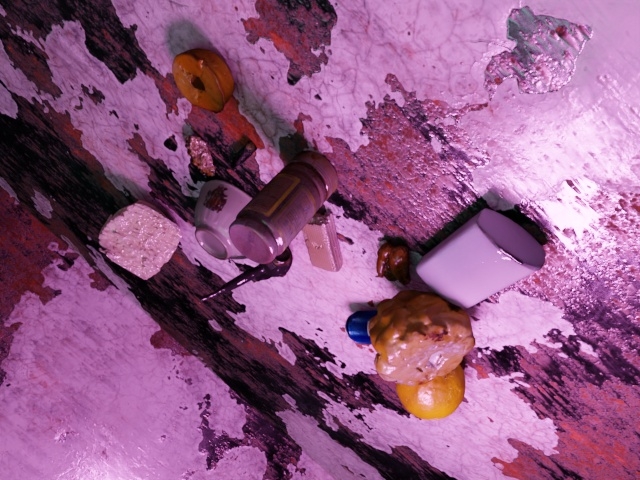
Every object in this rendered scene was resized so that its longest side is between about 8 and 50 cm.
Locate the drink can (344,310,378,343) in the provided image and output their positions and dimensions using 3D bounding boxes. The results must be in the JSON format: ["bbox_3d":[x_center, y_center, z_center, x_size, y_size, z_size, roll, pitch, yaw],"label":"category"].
[{"bbox_3d":[0.185,0.296,1.750,0.205,0.118,0.118,-7,126,48],"label":"drink can"}]

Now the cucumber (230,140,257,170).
[{"bbox_3d":[-0.247,-0.256,1.580,0.163,0.043,0.039,-26,73,51],"label":"cucumber"}]

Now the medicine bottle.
[{"bbox_3d":[-0.095,-0.092,1.372,0.151,0.322,0.151,24,142,20],"label":"medicine bottle"}]

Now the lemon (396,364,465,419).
[{"bbox_3d":[0.362,0.472,1.696,0.236,0.236,0.263,16,169,29],"label":"lemon"}]

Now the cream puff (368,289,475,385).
[{"bbox_3d":[0.270,0.253,1.497,0.324,0.257,0.291,22,117,-36],"label":"cream puff"}]

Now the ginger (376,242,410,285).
[{"bbox_3d":[0.210,0.073,1.508,0.103,0.073,0.162,16,141,30],"label":"ginger"}]

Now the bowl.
[{"bbox_3d":[-0.336,-0.033,1.811,0.337,0.157,0.337,25,145,19],"label":"bowl"}]

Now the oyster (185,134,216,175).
[{"bbox_3d":[-0.400,-0.277,1.682,0.105,0.056,0.177,37,151,15],"label":"oyster"}]

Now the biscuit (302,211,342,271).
[{"bbox_3d":[0.000,0.000,1.625,0.108,0.062,0.238,16,139,29],"label":"biscuit"}]

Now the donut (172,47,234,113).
[{"bbox_3d":[-0.312,-0.438,1.394,0.190,0.074,0.174,10,138,41],"label":"donut"}]

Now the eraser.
[{"bbox_3d":[0.392,0.056,1.296,0.189,0.104,0.290,34,146,-4],"label":"eraser"}]

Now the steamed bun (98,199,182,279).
[{"bbox_3d":[-0.710,-0.032,2.109,0.272,0.273,0.290,-34,114,10],"label":"steamed bun"}]

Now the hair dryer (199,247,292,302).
[{"bbox_3d":[-0.268,0.132,1.788,0.120,0.359,0.304,62,154,4],"label":"hair dryer"}]
